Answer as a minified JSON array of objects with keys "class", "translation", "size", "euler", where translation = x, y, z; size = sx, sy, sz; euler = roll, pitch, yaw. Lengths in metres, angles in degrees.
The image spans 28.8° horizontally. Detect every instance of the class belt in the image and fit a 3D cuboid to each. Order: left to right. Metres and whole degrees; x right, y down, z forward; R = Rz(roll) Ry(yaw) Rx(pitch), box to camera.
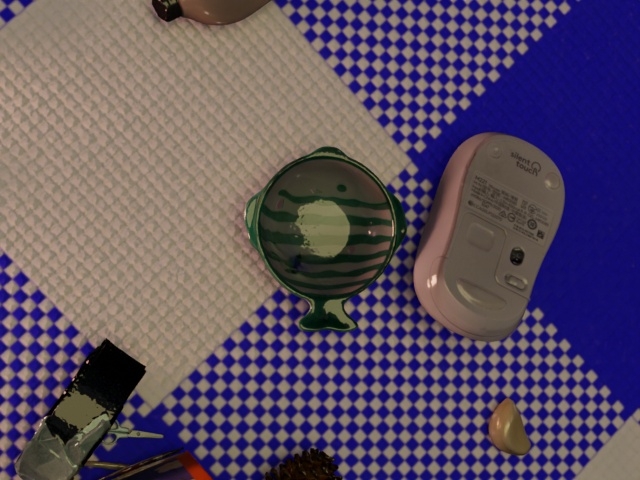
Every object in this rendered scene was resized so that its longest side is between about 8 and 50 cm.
[{"class":"belt","translation":[-0.297,0.220,1.537],"size":[0.078,0.151,0.198],"euler":[37,79,-7]}]

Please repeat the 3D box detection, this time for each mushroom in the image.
[{"class":"mushroom","translation":[-0.206,0.312,1.631],"size":[0.286,0.026,0.028],"euler":[7,101,-17]}]

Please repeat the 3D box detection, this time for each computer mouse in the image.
[{"class":"computer mouse","translation":[0.229,0.001,1.723],"size":[0.184,0.121,0.296],"euler":[21,68,-12]}]

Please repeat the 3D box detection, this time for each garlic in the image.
[{"class":"garlic","translation":[0.265,0.271,1.760],"size":[0.053,0.041,0.083],"euler":[-33,105,-28]}]

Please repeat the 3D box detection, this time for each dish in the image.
[{"class":"dish","translation":[0.000,0.000,1.675],"size":[0.224,0.078,0.246],"euler":[2,86,-16]}]

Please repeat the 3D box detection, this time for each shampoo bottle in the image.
[{"class":"shampoo bottle","translation":[-0.109,-0.365,1.662],"size":[0.257,0.078,0.127],"euler":[-31,101,-18]}]

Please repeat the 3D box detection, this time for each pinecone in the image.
[{"class":"pinecone","translation":[-0.026,0.324,1.641],"size":[0.102,0.102,0.109],"euler":[33,77,-12]}]

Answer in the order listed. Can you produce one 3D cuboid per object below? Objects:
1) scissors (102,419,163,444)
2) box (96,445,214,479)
[{"class":"scissors","translation":[-0.246,0.253,1.627],"size":[0.083,0.006,0.036],"euler":[9,83,-14]},{"class":"box","translation":[-0.224,0.481,1.484],"size":[0.319,0.257,0.348],"euler":[-22,98,-13]}]
